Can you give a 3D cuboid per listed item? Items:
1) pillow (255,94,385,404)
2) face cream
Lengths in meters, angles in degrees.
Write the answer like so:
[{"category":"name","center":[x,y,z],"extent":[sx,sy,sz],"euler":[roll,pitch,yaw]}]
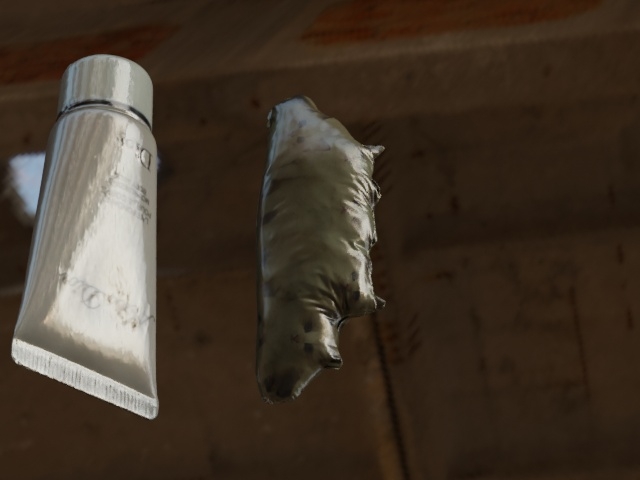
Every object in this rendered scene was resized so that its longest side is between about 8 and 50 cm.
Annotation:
[{"category":"pillow","center":[0.001,-0.001,1.279],"extent":[0.093,0.241,0.051],"euler":[-6,-30,14]},{"category":"face cream","center":[-0.185,-0.010,1.511],"extent":[0.089,0.314,0.143],"euler":[-28,-43,37]}]
